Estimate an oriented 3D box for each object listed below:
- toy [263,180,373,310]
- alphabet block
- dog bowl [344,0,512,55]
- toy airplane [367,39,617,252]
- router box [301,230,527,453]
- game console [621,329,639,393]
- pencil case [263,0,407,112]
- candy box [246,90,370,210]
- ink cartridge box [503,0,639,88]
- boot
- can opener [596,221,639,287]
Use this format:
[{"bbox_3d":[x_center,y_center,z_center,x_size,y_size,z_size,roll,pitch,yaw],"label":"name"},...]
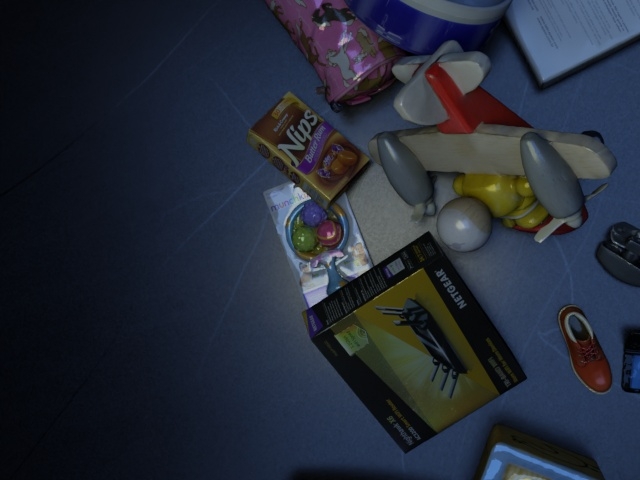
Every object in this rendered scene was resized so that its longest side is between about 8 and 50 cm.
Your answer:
[{"bbox_3d":[0.000,0.000,1.872,0.136,0.056,0.237,-21,86,6],"label":"toy"},{"bbox_3d":[0.334,0.425,1.745,0.192,0.197,0.193,22,92,7],"label":"alphabet block"},{"bbox_3d":[0.167,-0.406,1.729,0.265,0.265,0.104,34,132,7],"label":"dog bowl"},{"bbox_3d":[0.242,-0.118,1.673,0.384,0.386,0.272,22,80,9],"label":"toy airplane"},{"bbox_3d":[0.154,0.169,1.751,0.243,0.081,0.309,-33,122,8],"label":"router box"},{"bbox_3d":[0.560,0.201,1.781,0.122,0.107,0.071,4,61,8],"label":"game console"},{"bbox_3d":[-0.020,-0.404,1.829,0.167,0.160,0.386,-36,85,15],"label":"pencil case"},{"bbox_3d":[-0.022,-0.153,1.860,0.186,0.053,0.109,40,68,8],"label":"candy box"},{"bbox_3d":[0.439,-0.469,1.809,0.330,0.071,0.324,-26,83,6],"label":"ink cartridge box"},{"bbox_3d":[0.435,0.183,1.791,0.059,0.084,0.158,-25,87,5],"label":"boot"},{"bbox_3d":[0.591,0.062,1.777,0.283,0.076,0.095,30,126,13],"label":"can opener"}]
